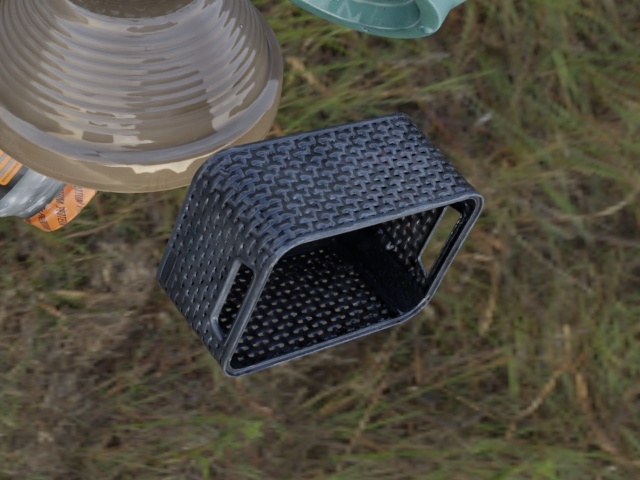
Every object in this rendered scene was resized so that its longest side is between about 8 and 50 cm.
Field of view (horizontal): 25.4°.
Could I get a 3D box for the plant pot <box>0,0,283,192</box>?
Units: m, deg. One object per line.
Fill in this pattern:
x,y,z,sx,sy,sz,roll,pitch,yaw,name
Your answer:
-0.141,-0.156,1.038,0.237,0.110,0.237,4,47,-4,plant pot

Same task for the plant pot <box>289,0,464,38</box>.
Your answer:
0.051,-0.294,1.205,0.293,0.293,0.196,27,78,-28,plant pot

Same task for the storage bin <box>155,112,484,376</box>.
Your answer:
0.000,0.000,0.902,0.180,0.122,0.084,-14,54,-39,storage bin

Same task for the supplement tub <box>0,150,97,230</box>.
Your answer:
-0.356,-0.150,1.377,0.316,0.193,0.194,35,67,-28,supplement tub
